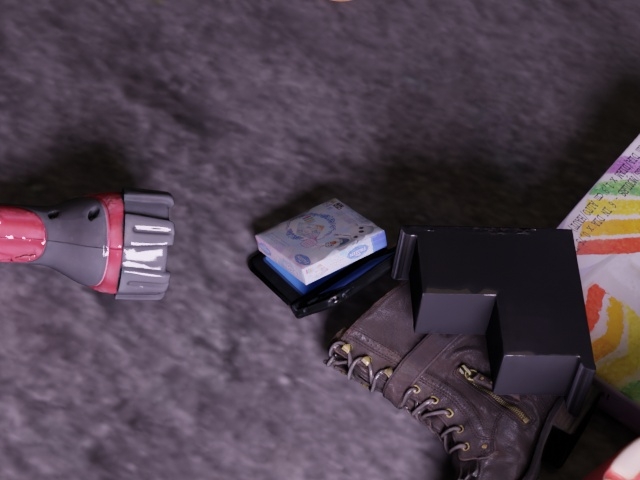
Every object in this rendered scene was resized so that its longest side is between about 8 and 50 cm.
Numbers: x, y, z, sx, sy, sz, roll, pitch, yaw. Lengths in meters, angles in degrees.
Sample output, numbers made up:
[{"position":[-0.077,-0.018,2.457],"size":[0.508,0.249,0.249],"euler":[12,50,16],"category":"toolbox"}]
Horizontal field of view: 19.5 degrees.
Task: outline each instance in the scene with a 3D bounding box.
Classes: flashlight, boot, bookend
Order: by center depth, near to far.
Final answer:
[{"position":[0.149,0.069,1.628],"size":[0.156,0.072,0.157],"euler":[1,51,-7],"category":"bookend"},{"position":[0.100,0.155,1.648],"size":[0.229,0.091,0.263],"euler":[30,49,16],"category":"boot"},{"position":[-0.285,-0.004,1.650],"size":[0.304,0.103,0.103],"euler":[4,49,-12],"category":"flashlight"}]

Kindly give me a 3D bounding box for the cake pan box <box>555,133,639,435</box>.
[{"position":[0.332,0.049,1.738],"size":[0.246,0.070,0.267],"euler":[38,69,17],"category":"cake pan box"}]

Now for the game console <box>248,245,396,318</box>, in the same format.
[{"position":[0.014,0.013,1.732],"size":[0.122,0.107,0.071],"euler":[-33,96,-31],"category":"game console"}]

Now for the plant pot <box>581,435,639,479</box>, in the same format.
[{"position":[0.277,0.288,1.482],"size":[0.275,0.243,0.275],"euler":[7,54,-9],"category":"plant pot"}]

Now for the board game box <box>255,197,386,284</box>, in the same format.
[{"position":[0.000,0.000,1.726],"size":[0.090,0.020,0.090],"euler":[-25,32,-21],"category":"board game box"}]
